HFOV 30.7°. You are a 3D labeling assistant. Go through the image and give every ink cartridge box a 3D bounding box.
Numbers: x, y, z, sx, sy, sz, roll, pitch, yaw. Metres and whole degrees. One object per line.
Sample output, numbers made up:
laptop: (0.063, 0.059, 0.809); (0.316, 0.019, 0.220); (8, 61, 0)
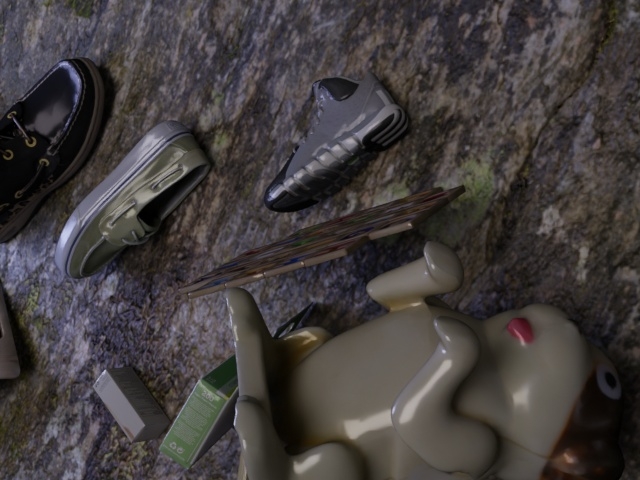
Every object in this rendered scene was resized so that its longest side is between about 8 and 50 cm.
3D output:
ink cartridge box: (-0.111, 0.179, 1.563); (0.056, 0.171, 0.235); (33, 107, 8)

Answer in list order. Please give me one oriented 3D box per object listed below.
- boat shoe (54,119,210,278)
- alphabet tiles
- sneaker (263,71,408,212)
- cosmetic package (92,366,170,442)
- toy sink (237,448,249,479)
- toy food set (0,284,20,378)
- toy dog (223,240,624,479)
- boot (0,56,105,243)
boat shoe: (-0.284, -0.043, 1.732); (0.302, 0.109, 0.094); (-49, 65, 18)
alphabet tiles: (0.000, 0.000, 1.440); (0.343, 0.285, 0.011); (-16, 98, 32)
sneaker: (0.002, -0.143, 1.570); (0.229, 0.086, 0.132); (-34, 64, 16)
cosmetic package: (-0.283, 0.245, 1.741); (0.041, 0.060, 0.115); (-51, 61, 21)
toy sink: (-0.009, 0.251, 1.515); (0.153, 0.131, 0.234); (10, 92, 33)
toy food set: (-0.628, 0.210, 1.967); (0.306, 0.092, 0.219); (-37, 57, 25)
toy dog: (0.130, 0.203, 1.282); (0.408, 0.284, 0.395); (-13, 114, 2)
boot: (-0.526, -0.142, 1.788); (0.377, 0.284, 0.138); (-45, 65, 24)
